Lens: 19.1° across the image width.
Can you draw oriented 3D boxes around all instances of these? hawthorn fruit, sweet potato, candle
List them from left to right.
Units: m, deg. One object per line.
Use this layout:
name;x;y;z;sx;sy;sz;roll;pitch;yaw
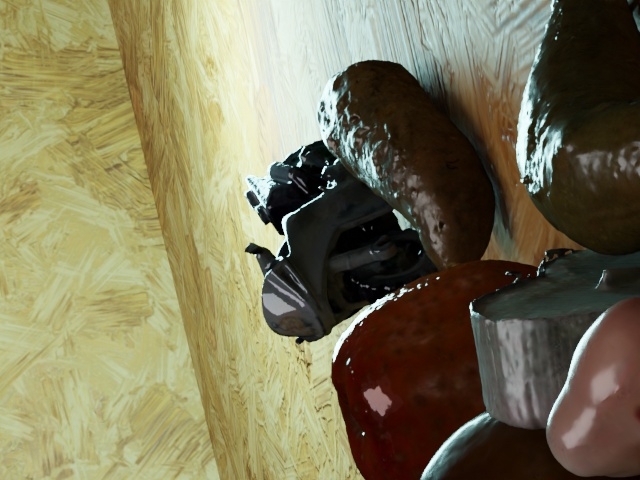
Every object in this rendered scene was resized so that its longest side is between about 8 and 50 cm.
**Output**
sweet potato;0.050;-0.084;1.501;0.341;0.092;0.114;-125;12;-63
hawthorn fruit;0.098;0.099;1.248;0.189;0.189;0.189;170;90;-77
sweet potato;0.162;-0.056;1.016;0.098;0.124;0.310;38;-166;-27
candle;0.175;0.043;0.972;0.168;0.192;0.068;0;103;33

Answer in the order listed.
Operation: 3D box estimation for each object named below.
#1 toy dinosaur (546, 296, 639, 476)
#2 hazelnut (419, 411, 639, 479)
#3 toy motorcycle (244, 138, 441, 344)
toy dinosaur;0.196;0.036;0.735;0.194;0.177;0.152;-43;30;19
hazelnut;0.148;0.202;1.028;0.217;0.217;0.251;-115;5;-49
toy motorcycle;0.000;0.000;1.611;0.270;0.159;0.106;49;167;56
